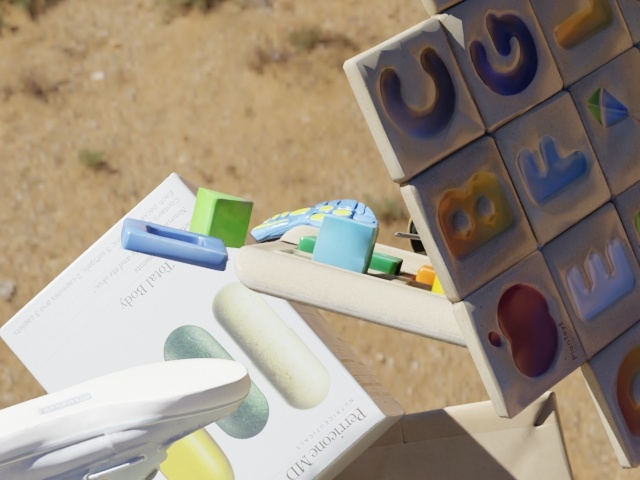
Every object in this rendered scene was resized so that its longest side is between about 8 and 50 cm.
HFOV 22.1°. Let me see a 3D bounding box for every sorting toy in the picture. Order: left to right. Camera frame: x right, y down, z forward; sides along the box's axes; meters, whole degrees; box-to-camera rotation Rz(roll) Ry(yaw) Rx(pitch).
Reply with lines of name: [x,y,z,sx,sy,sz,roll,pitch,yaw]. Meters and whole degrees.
sorting toy: [0.054,0.017,0.985,0.348,0.047,0.196,15,7,6]

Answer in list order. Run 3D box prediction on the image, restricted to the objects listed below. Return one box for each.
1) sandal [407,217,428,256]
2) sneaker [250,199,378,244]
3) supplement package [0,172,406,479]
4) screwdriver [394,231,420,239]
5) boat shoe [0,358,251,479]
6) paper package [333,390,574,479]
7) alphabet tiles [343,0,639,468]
sandal: [0.105,-0.003,1.506,0.049,0.072,0.180,17,69,-24]
sneaker: [0.000,0.000,1.970,0.188,0.078,0.067,-11,22,40]
supplement package: [-0.092,0.113,1.391,0.199,0.198,0.262,-42,81,2]
screwdriver: [0.118,0.001,1.400,0.170,0.024,0.025,8,13,-41]
boat shoe: [-0.128,0.123,1.006,0.184,0.063,0.066,-17,18,-11]
paper package: [0.085,0.284,1.706,0.309,0.325,0.168,-8,77,-12]
alphabet tiles: [0.162,-0.068,0.799,0.342,0.285,0.011,-31,12,-37]
